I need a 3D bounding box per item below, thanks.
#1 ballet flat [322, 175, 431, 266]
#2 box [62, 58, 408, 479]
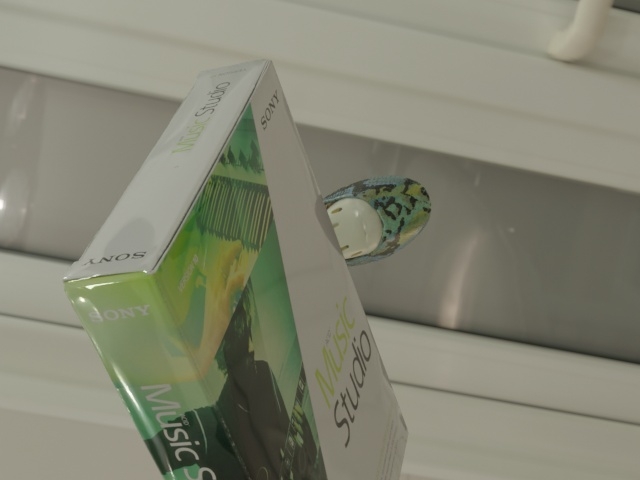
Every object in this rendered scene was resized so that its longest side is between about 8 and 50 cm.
[{"bbox_3d":[0.000,0.000,0.862,0.188,0.070,0.070,-21,48,34],"label":"ballet flat"},{"bbox_3d":[-0.027,0.082,0.655,0.232,0.059,0.322,-71,-35,-54],"label":"box"}]
